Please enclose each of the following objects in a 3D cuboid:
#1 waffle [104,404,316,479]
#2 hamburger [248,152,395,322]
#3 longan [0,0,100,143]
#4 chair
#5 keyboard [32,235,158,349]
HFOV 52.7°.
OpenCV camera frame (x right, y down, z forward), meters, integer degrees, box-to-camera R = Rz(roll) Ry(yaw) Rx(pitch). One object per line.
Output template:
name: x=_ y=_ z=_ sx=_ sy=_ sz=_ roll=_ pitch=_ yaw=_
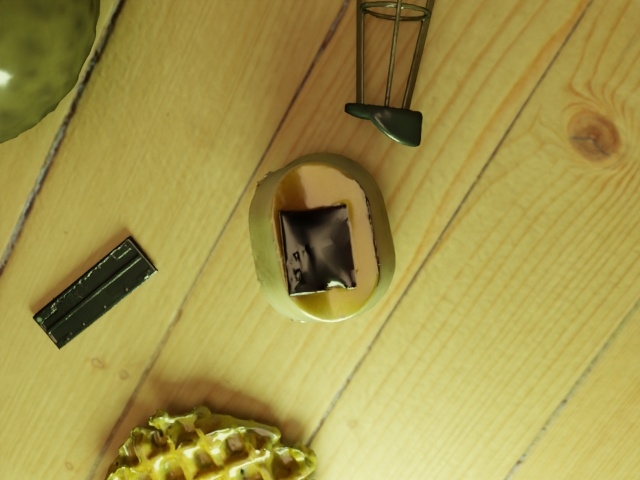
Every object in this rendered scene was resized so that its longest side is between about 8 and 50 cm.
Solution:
waffle: x=-0.150 y=0.381 z=0.903 sx=0.325 sy=0.068 sz=0.302 roll=18 pitch=103 yaw=6
hamburger: x=0.000 y=0.000 z=0.786 sx=0.173 sy=0.116 sz=0.210 roll=-12 pitch=95 yaw=3
longan: x=-0.427 y=-0.287 z=0.672 sx=0.391 sy=0.391 sz=0.391 roll=2 pitch=102 yaw=8
chair: x=0.077 y=-0.221 z=0.741 sx=0.095 sy=0.104 sz=0.221 roll=8 pitch=99 yaw=33
keyboard: x=-0.315 y=0.074 z=0.895 sx=0.198 sy=0.010 sz=0.063 roll=-37 pitch=95 yaw=14
